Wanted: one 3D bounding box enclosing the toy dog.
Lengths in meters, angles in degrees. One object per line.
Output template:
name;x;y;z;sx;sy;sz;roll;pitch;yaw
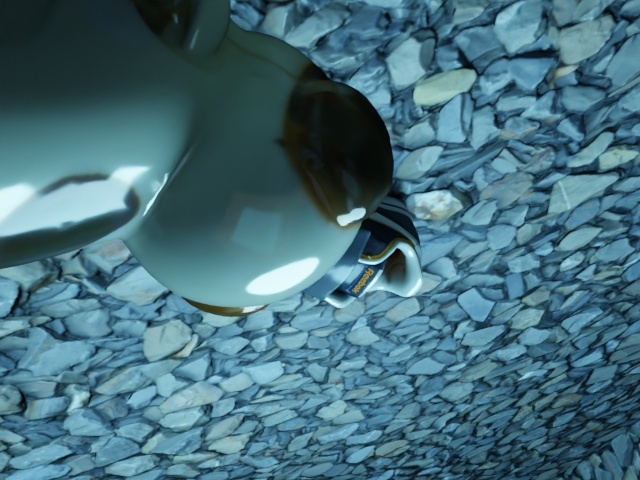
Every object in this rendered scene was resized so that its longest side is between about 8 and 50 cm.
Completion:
toy dog;-0.145;-0.086;0.558;0.408;0.395;0.284;16;129;-32

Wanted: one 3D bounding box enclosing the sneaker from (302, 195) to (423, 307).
sneaker;0.000;0.000;0.992;0.321;0.127;0.126;6;138;-33
